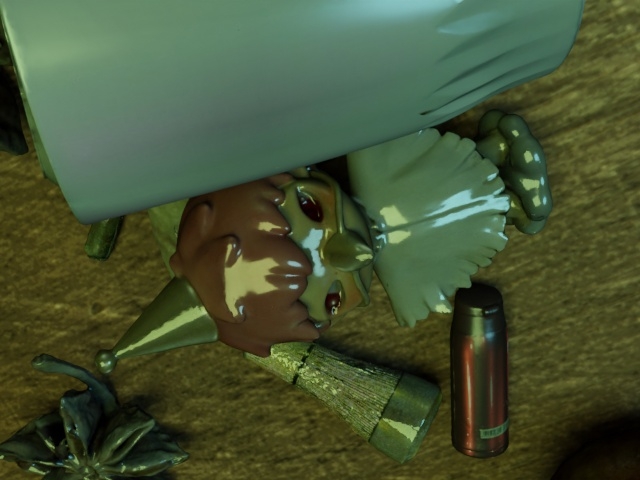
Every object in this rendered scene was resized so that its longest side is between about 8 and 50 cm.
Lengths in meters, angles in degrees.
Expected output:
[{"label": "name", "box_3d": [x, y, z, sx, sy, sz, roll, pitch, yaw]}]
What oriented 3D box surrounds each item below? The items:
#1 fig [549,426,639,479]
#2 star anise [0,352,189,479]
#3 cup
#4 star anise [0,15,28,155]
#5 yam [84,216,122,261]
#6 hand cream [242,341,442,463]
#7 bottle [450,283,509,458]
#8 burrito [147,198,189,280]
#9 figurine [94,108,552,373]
[{"label": "fig", "box_3d": [0.307, 0.281, 0.813, 0.235, 0.235, 0.214, 8, 150, 11]}, {"label": "star anise", "box_3d": [-0.244, 0.216, 0.993, 0.209, 0.089, 0.231, 11, 120, -3]}, {"label": "cup", "box_3d": [-0.034, -0.171, 0.621, 0.372, 0.253, 0.253, -14, 109, -6]}, {"label": "star anise", "box_3d": [-0.385, -0.207, 0.845, 0.332, 0.117, 0.331, 4, 107, 13]}, {"label": "yam", "box_3d": [-0.205, -0.039, 0.913, 0.033, 0.027, 0.129, 47, 125, 37]}, {"label": "hand cream", "box_3d": [0.014, 0.140, 0.905, 0.203, 0.084, 0.084, 25, 115, 8]}, {"label": "bottle", "box_3d": [0.150, 0.122, 0.874, 0.060, 0.060, 0.164, 1, 111, 14]}, {"label": "burrito", "box_3d": [-0.099, -0.103, 0.825, 0.175, 0.107, 0.347, -6, 112, 2]}, {"label": "figurine", "box_3d": [0.000, 0.000, 0.734, 0.387, 0.166, 0.207, -19, 108, -18]}]
